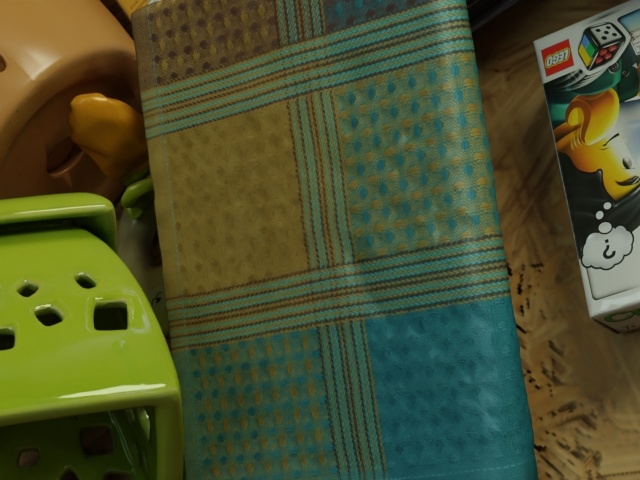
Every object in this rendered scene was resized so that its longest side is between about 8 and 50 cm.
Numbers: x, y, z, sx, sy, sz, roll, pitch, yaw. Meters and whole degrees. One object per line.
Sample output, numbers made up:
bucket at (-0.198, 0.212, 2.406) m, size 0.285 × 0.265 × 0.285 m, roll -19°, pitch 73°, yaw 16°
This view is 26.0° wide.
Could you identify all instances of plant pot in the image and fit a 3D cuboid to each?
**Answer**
plant pot at (-0.226, 0.099, 0.962) m, size 0.228 × 0.227 × 0.207 m, roll 100°, pitch 158°, yaw -49°
plant pot at (-0.267, -0.113, 1.084) m, size 0.203 × 0.291 × 0.291 m, roll 36°, pitch 98°, yaw 22°

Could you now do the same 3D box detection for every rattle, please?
rattle at (-0.122, 0.011, 1.012) m, size 0.130 × 0.143 × 0.199 m, roll 3°, pitch 69°, yaw 17°

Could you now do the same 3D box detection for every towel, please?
towel at (0.000, 0.000, 0.918) m, size 0.271 × 0.040 × 0.370 m, roll -9°, pitch 87°, yaw 34°

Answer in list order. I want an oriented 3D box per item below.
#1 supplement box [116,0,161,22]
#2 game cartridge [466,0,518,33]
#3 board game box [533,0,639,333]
supplement box at (-0.112, -0.194, 1.107) m, size 0.080 × 0.078 × 0.233 m, roll -42°, pitch 55°, yaw 14°
game cartridge at (0.101, -0.262, 0.972) m, size 0.355 × 0.068 × 0.230 m, roll -33°, pitch 53°, yaw 16°
board game box at (0.283, -0.081, 0.795) m, size 0.305 × 0.053 × 0.193 m, roll -21°, pitch 64°, yaw 29°
